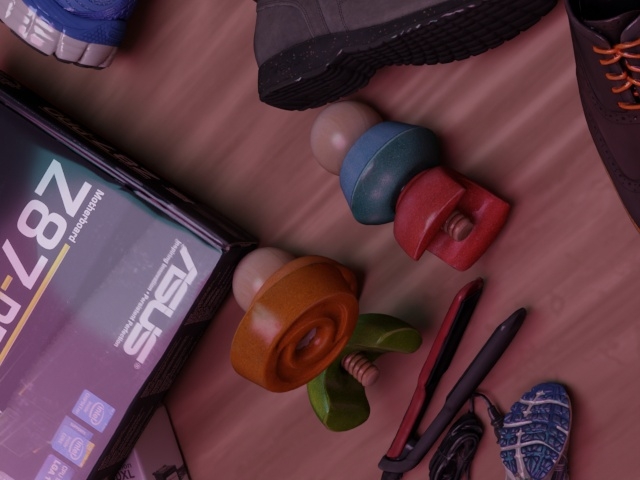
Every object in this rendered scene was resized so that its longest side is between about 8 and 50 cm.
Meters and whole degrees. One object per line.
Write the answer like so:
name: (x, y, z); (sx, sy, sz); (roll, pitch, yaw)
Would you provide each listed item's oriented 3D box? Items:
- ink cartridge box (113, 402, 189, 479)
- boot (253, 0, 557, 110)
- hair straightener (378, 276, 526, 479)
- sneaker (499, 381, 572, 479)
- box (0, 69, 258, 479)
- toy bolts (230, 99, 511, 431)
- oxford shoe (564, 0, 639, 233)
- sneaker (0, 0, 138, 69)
ink cartridge box: (-0.175, 0.232, 1.233); (0.109, 0.063, 0.150); (-16, 93, 31)
boot: (0.042, -0.204, 0.996); (0.247, 0.083, 0.161); (-16, 75, 26)
hair straightener: (0.105, 0.144, 1.068); (0.089, 0.047, 0.230); (33, 115, 19)
sneaker: (0.165, 0.175, 1.043); (0.052, 0.058, 0.135); (11, 84, 29)
box: (-0.288, 0.081, 1.163); (0.318, 0.097, 0.394); (34, 99, 10)
toy bolts: (0.000, 0.000, 1.021); (0.158, 0.218, 0.228); (42, 100, 30)
oxford shoe: (0.206, -0.118, 0.922); (0.097, 0.098, 0.271); (-13, 95, 30)
sneaker: (-0.264, -0.290, 1.144); (0.330, 0.130, 0.147); (40, 103, 12)
